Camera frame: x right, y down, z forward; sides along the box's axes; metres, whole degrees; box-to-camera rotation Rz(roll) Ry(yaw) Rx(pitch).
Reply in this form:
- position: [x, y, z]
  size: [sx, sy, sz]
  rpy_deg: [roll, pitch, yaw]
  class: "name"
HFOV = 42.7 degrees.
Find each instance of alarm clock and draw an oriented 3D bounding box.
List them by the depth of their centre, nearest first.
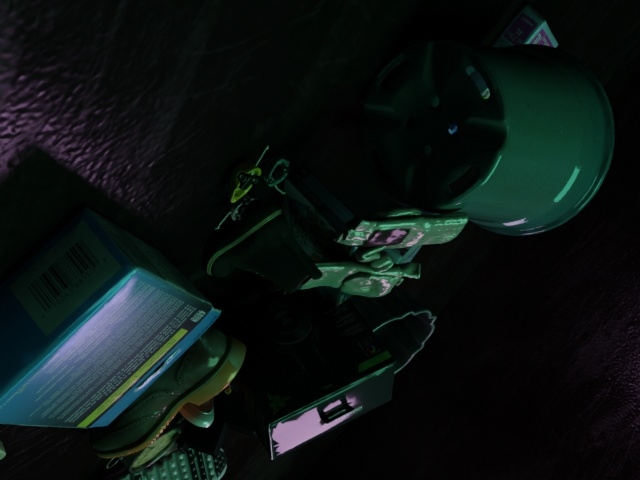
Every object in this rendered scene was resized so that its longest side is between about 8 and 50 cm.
- position: [-0.357, 0.406, 1.629]
  size: [0.129, 0.064, 0.192]
  rpy_deg: [-54, 163, 27]
  class: "alarm clock"

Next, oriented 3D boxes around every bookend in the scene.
- position: [-0.195, 0.388, 1.711]
  size: [0.072, 0.157, 0.156]
  rpy_deg: [90, 17, -65]
  class: "bookend"

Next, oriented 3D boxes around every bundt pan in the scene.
- position: [0.075, 0.211, 1.715]
  size: [0.331, 0.124, 0.331]
  rpy_deg: [-29, 153, -16]
  class: "bundt pan"

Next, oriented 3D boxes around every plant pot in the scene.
- position: [0.255, -0.172, 1.326]
  size: [0.334, 0.341, 0.341]
  rpy_deg: [-3, 136, -54]
  class: "plant pot"

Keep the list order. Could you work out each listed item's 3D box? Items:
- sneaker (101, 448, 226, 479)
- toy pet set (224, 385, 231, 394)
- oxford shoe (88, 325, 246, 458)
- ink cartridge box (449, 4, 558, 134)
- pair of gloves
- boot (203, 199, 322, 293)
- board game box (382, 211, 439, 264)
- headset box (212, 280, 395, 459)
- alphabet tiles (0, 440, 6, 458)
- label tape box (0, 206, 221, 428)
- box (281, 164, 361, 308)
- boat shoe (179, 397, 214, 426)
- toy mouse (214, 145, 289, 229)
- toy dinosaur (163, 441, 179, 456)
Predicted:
- position: [-0.339, 0.502, 1.758]
  size: [0.292, 0.110, 0.118]
  rpy_deg: [-9, 180, -38]
  class: "sneaker"
- position: [-0.146, 0.280, 1.663]
  size: [0.114, 0.065, 0.122]
  rpy_deg: [-29, 158, -35]
  class: "toy pet set"
- position: [-0.291, 0.242, 1.376]
  size: [0.363, 0.133, 0.130]
  rpy_deg: [-39, -154, 23]
  class: "oxford shoe"
- position: [0.333, -0.300, 1.614]
  size: [0.311, 0.065, 0.186]
  rpy_deg: [-48, 162, 15]
  class: "ink cartridge box"
- position: [0.088, 0.027, 1.241]
  size: [0.204, 0.042, 0.240]
  rpy_deg: [3, 149, -27]
  class: "pair of gloves"
- position: [-0.094, 0.045, 1.252]
  size: [0.077, 0.137, 0.198]
  rpy_deg: [-33, 175, -41]
  class: "boot"
- position: [0.143, 0.071, 1.909]
  size: [0.318, 0.066, 0.318]
  rpy_deg: [-57, 169, 33]
  class: "board game box"
- position: [-0.036, 0.211, 1.445]
  size: [0.246, 0.283, 0.131]
  rpy_deg: [-22, 143, -19]
  class: "headset box"
- position: [-0.510, 0.270, 0.909]
  size: [0.284, 0.021, 0.278]
  rpy_deg: [-20, 156, -9]
  class: "alphabet tiles"
- position: [-0.292, 0.119, 1.068]
  size: [0.249, 0.115, 0.348]
  rpy_deg: [-44, 165, -2]
  class: "label tape box"
- position: [0.000, 0.000, 1.369]
  size: [0.044, 0.159, 0.233]
  rpy_deg: [-37, 161, -24]
  class: "box"
- position: [-0.220, 0.257, 1.463]
  size: [0.066, 0.184, 0.063]
  rpy_deg: [20, 109, -21]
  class: "boat shoe"
- position: [-0.094, -0.081, 1.190]
  size: [0.161, 0.031, 0.143]
  rpy_deg: [-52, 161, 20]
  class: "toy mouse"
- position: [-0.350, 0.508, 1.891]
  size: [0.118, 0.064, 0.268]
  rpy_deg: [-45, 158, -9]
  class: "toy dinosaur"
